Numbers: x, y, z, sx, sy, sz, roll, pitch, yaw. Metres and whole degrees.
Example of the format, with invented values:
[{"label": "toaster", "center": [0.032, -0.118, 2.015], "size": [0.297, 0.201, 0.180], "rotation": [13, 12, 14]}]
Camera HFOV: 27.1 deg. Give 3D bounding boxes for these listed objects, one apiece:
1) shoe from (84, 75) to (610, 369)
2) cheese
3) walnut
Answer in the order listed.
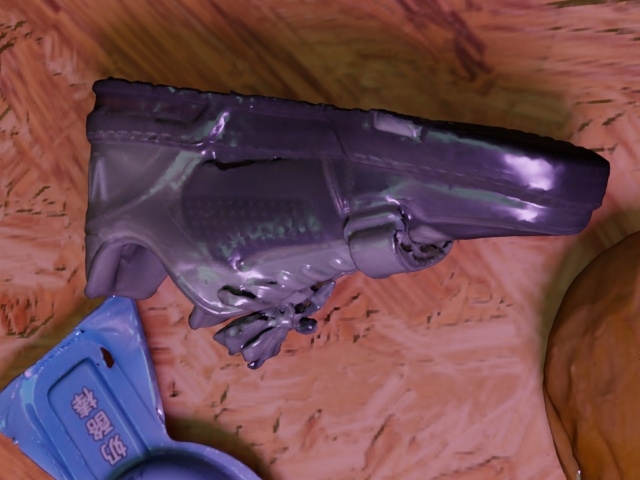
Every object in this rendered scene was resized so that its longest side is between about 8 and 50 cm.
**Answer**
[{"label": "shoe", "center": [-0.001, 0.001, 0.697], "size": [0.293, 0.109, 0.149], "rotation": [11, 94, 26]}, {"label": "cheese", "center": [-0.090, 0.157, 0.746], "size": [0.135, 0.052, 0.244], "rotation": [-39, 72, 12]}, {"label": "walnut", "center": [0.188, 0.088, 0.618], "size": [0.167, 0.087, 0.211], "rotation": [-23, 78, 15]}]
